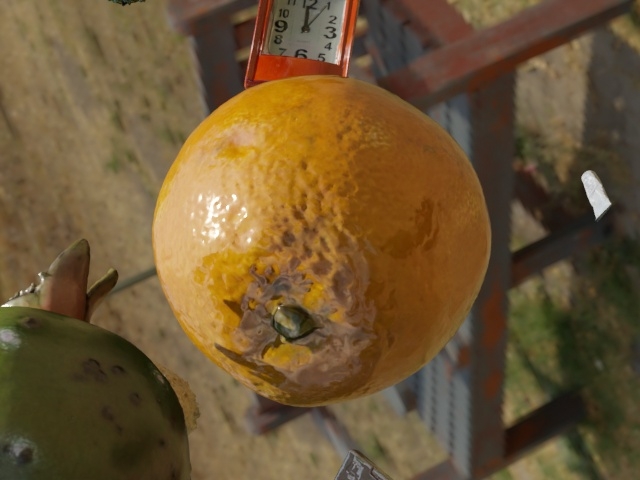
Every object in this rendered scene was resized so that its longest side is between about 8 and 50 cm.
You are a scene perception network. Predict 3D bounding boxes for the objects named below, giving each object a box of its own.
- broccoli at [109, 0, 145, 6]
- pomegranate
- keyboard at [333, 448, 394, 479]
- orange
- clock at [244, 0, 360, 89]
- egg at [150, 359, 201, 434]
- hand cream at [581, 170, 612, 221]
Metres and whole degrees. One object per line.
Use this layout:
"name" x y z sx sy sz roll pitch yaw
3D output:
"broccoli" -0.151 -0.375 1.462 0.308 0.308 0.275 69 163 -11
"pomegranate" -0.236 0.149 1.124 0.291 0.291 0.323 115 147 -68
"keyboard" 0.063 0.219 1.143 0.017 0.055 0.166 21 -172 -41
"orange" 0.000 0.000 1.372 0.312 0.312 0.312 55 160 31
"clock" -0.018 -0.226 1.677 0.061 0.113 0.155 93 -175 -66
"egg" -0.194 0.171 1.536 0.140 0.116 0.118 7 128 19
"hand cream" 0.348 -0.059 1.877 0.030 0.019 0.093 -52 26 27
